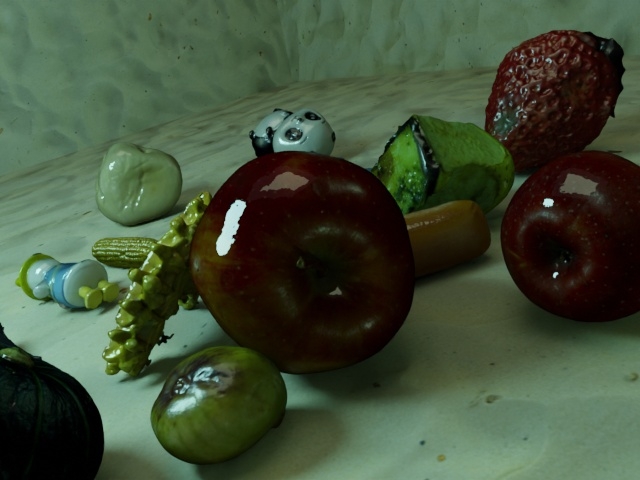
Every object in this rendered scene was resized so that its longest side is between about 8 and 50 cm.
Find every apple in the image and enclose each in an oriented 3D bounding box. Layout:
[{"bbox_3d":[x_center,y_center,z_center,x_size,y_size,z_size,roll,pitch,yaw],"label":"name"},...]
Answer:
[{"bbox_3d":[0.344,-0.005,0.812,0.218,0.218,0.201,9,31,43],"label":"apple"},{"bbox_3d":[-0.023,0.028,0.829,0.288,0.287,0.317,-18,3,-15],"label":"apple"}]

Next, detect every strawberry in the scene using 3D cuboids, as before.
[{"bbox_3d":[0.486,-0.310,1.417,0.310,0.291,0.291,-13,21,-8],"label":"strawberry"}]

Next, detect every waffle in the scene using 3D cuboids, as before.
[{"bbox_3d":[-0.213,0.056,0.951,0.069,0.259,0.293,25,30,1],"label":"waffle"}]

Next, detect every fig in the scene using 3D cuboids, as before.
[{"bbox_3d":[-0.113,0.180,0.709,0.153,0.120,0.136,-15,26,-9],"label":"fig"}]

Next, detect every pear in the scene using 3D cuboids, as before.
[{"bbox_3d":[0.225,-0.094,1.185,0.256,0.238,0.163,0,53,-32],"label":"pear"}]

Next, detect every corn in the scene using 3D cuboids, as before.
[{"bbox_3d":[-0.403,0.025,1.340,0.208,0.068,0.068,3,26,32],"label":"corn"}]

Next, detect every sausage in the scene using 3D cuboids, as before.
[{"bbox_3d":[0.144,0.010,1.033,0.275,0.105,0.105,-17,21,-10],"label":"sausage"}]

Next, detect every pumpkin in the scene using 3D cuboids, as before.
[{"bbox_3d":[-0.355,0.225,0.638,0.248,0.247,0.248,-10,21,4],"label":"pumpkin"}]

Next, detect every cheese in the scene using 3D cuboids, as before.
[{"bbox_3d":[-0.474,-0.150,1.640,0.235,0.218,0.117,-42,23,-12],"label":"cheese"}]

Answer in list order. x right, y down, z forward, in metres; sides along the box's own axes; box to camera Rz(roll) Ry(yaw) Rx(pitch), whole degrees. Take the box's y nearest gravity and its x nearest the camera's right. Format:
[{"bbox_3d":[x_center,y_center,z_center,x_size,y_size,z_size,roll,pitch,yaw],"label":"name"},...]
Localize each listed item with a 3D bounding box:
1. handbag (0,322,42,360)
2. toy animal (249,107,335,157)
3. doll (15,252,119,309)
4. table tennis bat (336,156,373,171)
[{"bbox_3d":[-0.568,0.206,0.938,0.254,0.088,0.211,-31,30,-32],"label":"handbag"},{"bbox_3d":[-0.070,-0.290,1.833,0.235,0.165,0.187,12,53,48],"label":"toy animal"},{"bbox_3d":[-0.493,0.076,1.217,0.241,0.098,0.135,2,47,35],"label":"doll"},{"bbox_3d":[0.083,-0.146,1.561,0.215,0.044,0.329,-16,23,-7],"label":"table tennis bat"}]
